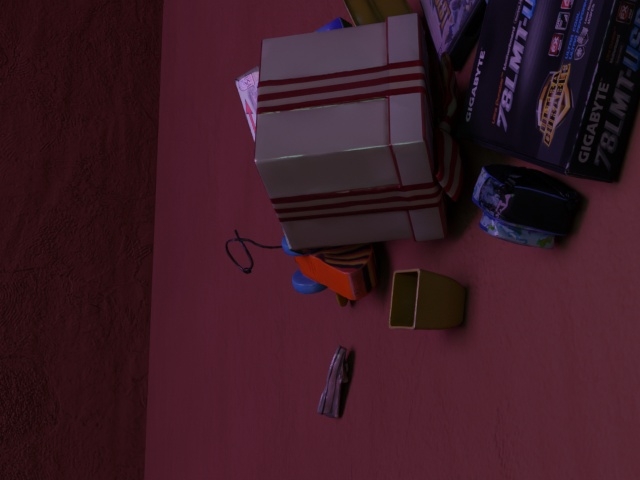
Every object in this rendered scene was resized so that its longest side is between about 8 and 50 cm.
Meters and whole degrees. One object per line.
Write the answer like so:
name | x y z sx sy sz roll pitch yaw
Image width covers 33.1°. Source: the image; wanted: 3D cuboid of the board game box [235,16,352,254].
board game box | 0.001 -0.165 1.704 0.214 0.046 0.317 -27 69 23

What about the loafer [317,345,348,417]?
loafer | 0.030 0.237 1.802 0.045 0.039 0.125 -33 -40 -73

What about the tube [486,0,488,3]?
tube | 0.223 -0.422 1.411 0.080 0.052 0.207 35 -121 -73

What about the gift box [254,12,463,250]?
gift box | 0.067 -0.142 1.500 0.276 0.258 0.255 63 -157 -59

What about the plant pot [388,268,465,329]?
plant pot | 0.150 0.084 1.465 0.081 0.083 0.081 169 107 -69

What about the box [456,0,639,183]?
box | 0.279 -0.238 1.270 0.293 0.073 0.295 -142 63 -66

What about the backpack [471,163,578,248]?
backpack | 0.232 -0.042 1.268 0.114 0.105 0.084 -119 42 -66

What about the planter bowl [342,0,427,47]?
planter bowl | 0.106 -0.321 1.666 0.217 0.090 0.217 63 -173 -14

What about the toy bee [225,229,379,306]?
toy bee | 0.000 0.000 1.803 0.298 0.162 0.195 33 141 28

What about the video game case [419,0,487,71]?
video game case | 0.211 -0.428 1.565 0.248 0.035 0.274 119 151 -43
